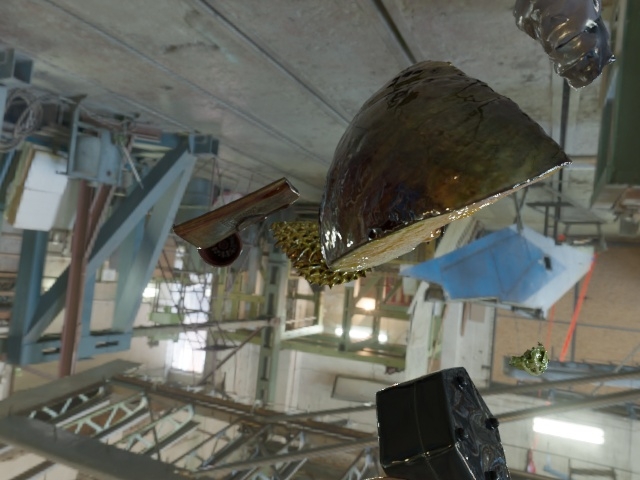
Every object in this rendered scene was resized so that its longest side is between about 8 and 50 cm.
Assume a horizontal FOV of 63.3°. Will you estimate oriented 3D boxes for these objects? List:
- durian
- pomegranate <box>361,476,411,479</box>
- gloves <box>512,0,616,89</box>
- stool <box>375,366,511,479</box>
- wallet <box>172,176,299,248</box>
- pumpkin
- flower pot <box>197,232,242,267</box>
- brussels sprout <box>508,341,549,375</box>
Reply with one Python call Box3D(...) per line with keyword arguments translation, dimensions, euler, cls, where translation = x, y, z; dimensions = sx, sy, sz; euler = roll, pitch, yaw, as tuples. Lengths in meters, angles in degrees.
Box3D(translation=(0.000, 0.000, 1.011), dimensions=(0.252, 0.144, 0.139), euler=(-5, -147, 28), cls="durian")
Box3D(translation=(0.065, 0.323, 0.461), dimensions=(0.209, 0.209, 0.209), euler=(5, 176, 0), cls="pomegranate")
Box3D(translation=(0.385, -0.383, 0.830), dimensions=(0.142, 0.285, 0.119), euler=(-30, 168, 32), cls="gloves")
Box3D(translation=(0.197, 0.320, 0.828), dimensions=(0.141, 0.232, 0.232), euler=(-28, 161, 25), cls="stool")
Box3D(translation=(-0.166, -0.055, 1.085), dimensions=(0.255, 0.031, 0.137), euler=(-24, 161, 7), cls="wallet")
Box3D(translation=(0.055, -0.072, 0.476), dimensions=(0.148, 0.169, 0.312), euler=(-18, 173, -17), cls="pumpkin")
Box3D(translation=(-0.248, 0.013, 1.307), dimensions=(0.111, 0.111, 0.089), euler=(6, 178, -3), cls="flower pot")
Box3D(translation=(0.429, 0.245, 1.055), dimensions=(0.085, 0.058, 0.085), euler=(-27, 173, -4), cls="brussels sprout")
